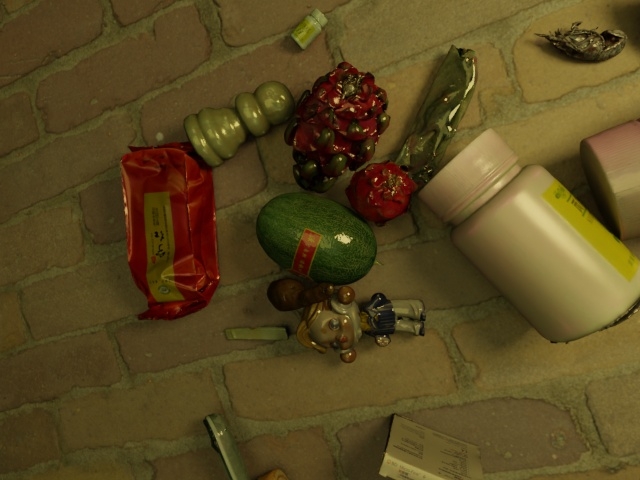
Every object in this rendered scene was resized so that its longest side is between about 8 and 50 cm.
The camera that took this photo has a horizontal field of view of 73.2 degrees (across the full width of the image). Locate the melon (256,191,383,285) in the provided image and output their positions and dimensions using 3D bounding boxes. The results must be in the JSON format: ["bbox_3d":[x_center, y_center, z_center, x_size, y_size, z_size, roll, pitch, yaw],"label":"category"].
[{"bbox_3d":[0.000,0.000,0.923,0.288,0.182,0.182,20,98,11],"label":"melon"}]

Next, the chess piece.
[{"bbox_3d":[-0.174,-0.278,0.986,0.243,0.133,0.133,-25,86,11],"label":"chess piece"}]

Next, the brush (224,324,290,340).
[{"bbox_3d":[-0.154,0.224,1.056,0.179,0.030,0.033,-6,107,25],"label":"brush"}]

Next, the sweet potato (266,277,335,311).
[{"bbox_3d":[-0.060,0.118,0.925,0.270,0.075,0.074,-8,91,56],"label":"sweet potato"}]

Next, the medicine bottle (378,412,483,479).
[{"bbox_3d":[0.230,0.450,0.892,0.201,0.171,0.052,17,100,13],"label":"medicine bottle"}]

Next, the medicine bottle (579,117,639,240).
[{"bbox_3d":[0.631,-0.135,0.716,0.302,0.241,0.241,-19,88,24],"label":"medicine bottle"}]

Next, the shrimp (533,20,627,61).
[{"bbox_3d":[0.500,-0.389,0.833,0.165,0.056,0.065,18,113,3],"label":"shrimp"}]

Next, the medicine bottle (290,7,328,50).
[{"bbox_3d":[-0.026,-0.476,0.970,0.083,0.047,0.047,-45,82,14],"label":"medicine bottle"}]

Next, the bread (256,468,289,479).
[{"bbox_3d":[-0.094,0.624,1.012,0.073,0.122,0.149,-33,86,11],"label":"bread"}]

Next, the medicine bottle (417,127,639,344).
[{"bbox_3d":[0.378,-0.011,0.804,0.213,0.213,0.378,-44,83,13],"label":"medicine bottle"}]

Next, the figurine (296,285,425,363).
[{"bbox_3d":[0.085,0.162,0.939,0.275,0.133,0.193,-22,118,13],"label":"figurine"}]

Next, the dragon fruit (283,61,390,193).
[{"bbox_3d":[0.024,-0.220,0.891,0.218,0.198,0.272,35,101,20],"label":"dragon fruit"}]

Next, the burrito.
[{"bbox_3d":[0.248,-0.253,0.899,0.096,0.066,0.308,27,100,23],"label":"burrito"}]

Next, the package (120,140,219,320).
[{"bbox_3d":[-0.362,-0.023,1.045,0.196,0.123,0.422,-3,93,17],"label":"package"}]

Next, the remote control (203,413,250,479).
[{"bbox_3d":[-0.220,0.539,1.056,0.052,0.104,0.247,-23,89,-27],"label":"remote control"}]

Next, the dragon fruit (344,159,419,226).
[{"bbox_3d":[0.120,-0.094,0.881,0.166,0.136,0.132,1,113,52],"label":"dragon fruit"}]
